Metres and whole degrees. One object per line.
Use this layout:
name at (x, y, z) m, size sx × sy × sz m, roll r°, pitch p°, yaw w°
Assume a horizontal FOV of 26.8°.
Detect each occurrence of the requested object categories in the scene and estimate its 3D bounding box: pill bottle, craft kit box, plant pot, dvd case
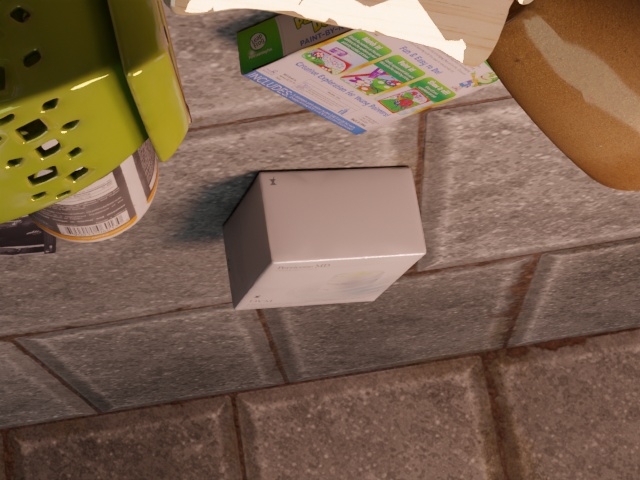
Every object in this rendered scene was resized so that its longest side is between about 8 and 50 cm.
pill bottle at (-0.258, -0.111, 1.383) m, size 0.162 × 0.162 × 0.278 m, roll -8°, pitch 162°, yaw -3°
craft kit box at (0.080, -0.204, 1.439) m, size 0.246 × 0.061 × 0.250 m, roll -15°, pitch 162°, yaw 27°
plant pot at (0.259, -0.204, 1.299) m, size 0.254 × 0.237 × 0.237 m, roll 26°, pitch 144°, yaw -38°
plant pot at (-0.231, -0.167, 1.129) m, size 0.207 × 0.227 × 0.228 m, roll -14°, pitch 163°, yaw -3°
dvd case at (-0.476, -0.012, 1.804) m, size 0.238 × 0.030 × 0.179 m, roll -4°, pitch 162°, yaw -13°

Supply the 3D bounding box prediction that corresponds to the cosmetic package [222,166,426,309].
cosmetic package at (0.000, 0.000, 1.904) m, size 0.224 × 0.138 × 0.225 m, roll -3°, pitch 160°, yaw -18°

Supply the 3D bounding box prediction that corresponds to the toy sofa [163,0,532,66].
toy sofa at (0.012, -0.251, 0.943) m, size 0.362 × 0.150 × 0.177 m, roll 1°, pitch 127°, yaw -45°
